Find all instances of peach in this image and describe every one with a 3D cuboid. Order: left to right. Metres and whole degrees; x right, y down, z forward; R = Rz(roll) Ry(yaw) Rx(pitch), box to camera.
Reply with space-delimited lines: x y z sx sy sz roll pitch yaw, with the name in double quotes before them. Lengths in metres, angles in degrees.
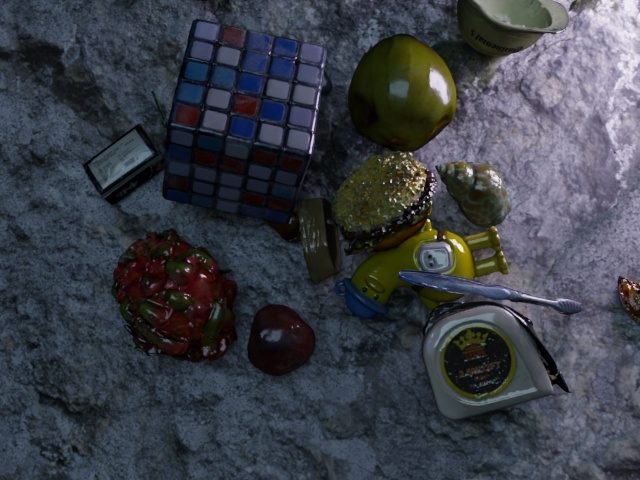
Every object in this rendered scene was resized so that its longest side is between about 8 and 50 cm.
"peach" -0.094 0.206 1.866 0.152 0.152 0.152 -2 77 8

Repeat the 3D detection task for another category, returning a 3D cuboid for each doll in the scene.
"doll" 0.203 0.058 1.856 0.363 0.145 0.199 -15 96 9

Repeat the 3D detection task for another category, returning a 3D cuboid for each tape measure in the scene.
"tape measure" 0.346 0.225 1.803 0.271 0.133 0.231 -15 89 7

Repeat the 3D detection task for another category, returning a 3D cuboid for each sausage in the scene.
"sausage" -0.160 -0.121 1.983 0.371 0.082 0.082 43 86 14

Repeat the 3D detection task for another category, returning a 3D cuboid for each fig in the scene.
"fig" 0.177 -0.331 1.901 0.239 0.239 0.271 1 68 8

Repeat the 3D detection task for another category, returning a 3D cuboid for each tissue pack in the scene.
"tissue pack" -0.450 -0.174 2.029 0.170 0.090 0.103 -35 75 -3

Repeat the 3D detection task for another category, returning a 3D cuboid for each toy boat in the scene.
"toy boat" 0.000 0.000 1.909 0.061 0.116 0.188 -11 77 13

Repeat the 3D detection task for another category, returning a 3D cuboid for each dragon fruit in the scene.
"dragon fruit" -0.304 0.125 1.871 0.231 0.237 0.303 -29 94 11

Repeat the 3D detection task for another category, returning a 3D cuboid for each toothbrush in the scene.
"toothbrush" 0.349 0.104 1.792 0.413 0.042 0.035 11 88 -15

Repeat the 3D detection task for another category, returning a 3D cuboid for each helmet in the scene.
"helmet" 0.403 -0.475 1.954 0.257 0.137 0.204 25 43 5

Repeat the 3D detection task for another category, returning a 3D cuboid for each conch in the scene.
"conch" 0.340 -0.108 1.899 0.116 0.106 0.173 -25 89 21

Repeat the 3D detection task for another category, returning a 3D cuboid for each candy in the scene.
"candy" -0.364 -0.280 2.072 0.055 0.049 0.185 -24 67 -5

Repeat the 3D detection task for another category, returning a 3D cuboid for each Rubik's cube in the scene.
"Rubik's cube" -0.160 -0.242 1.843 0.293 0.292 0.287 12 61 -7

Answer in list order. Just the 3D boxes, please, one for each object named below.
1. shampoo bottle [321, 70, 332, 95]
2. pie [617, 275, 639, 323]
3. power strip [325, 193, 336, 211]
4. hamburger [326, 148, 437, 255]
"shampoo bottle" -0.059 -0.345 2.037 0.165 0.040 0.080 -28 77 0
"pie" 0.704 0.140 1.826 0.191 0.033 0.088 17 84 11
"power strip" 0.043 -0.070 1.974 0.027 0.017 0.083 -42 74 -1
"hamburger" 0.125 -0.082 1.836 0.243 0.139 0.262 -29 31 20
